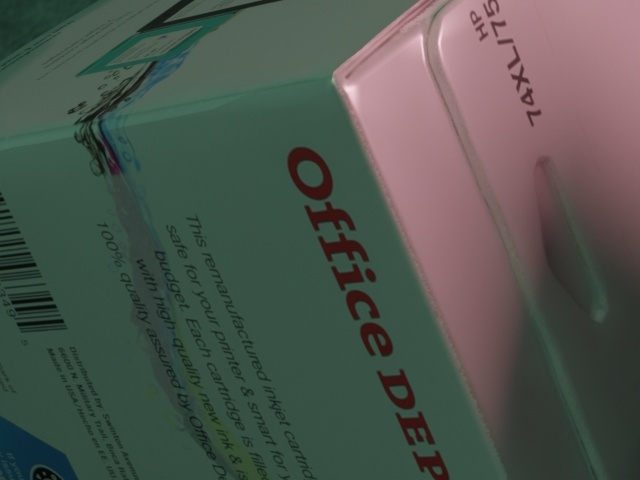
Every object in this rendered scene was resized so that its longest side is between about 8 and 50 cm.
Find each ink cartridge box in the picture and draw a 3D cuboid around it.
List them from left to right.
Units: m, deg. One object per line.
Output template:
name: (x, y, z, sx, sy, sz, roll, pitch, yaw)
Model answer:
ink cartridge box: (0.000, 0.000, 0.757, 0.270, 0.198, 0.197, -6, 25, 43)
